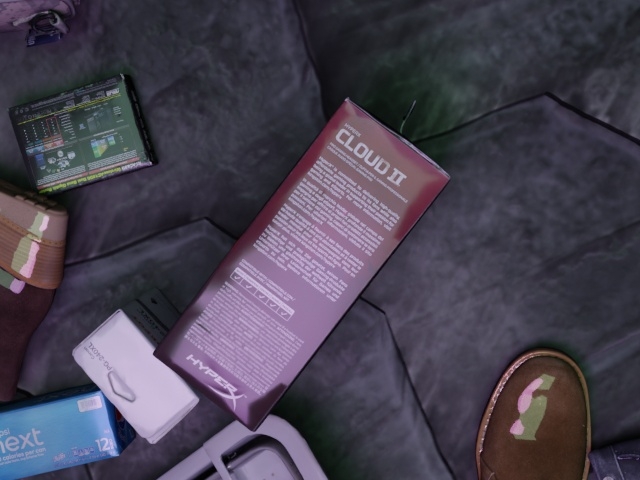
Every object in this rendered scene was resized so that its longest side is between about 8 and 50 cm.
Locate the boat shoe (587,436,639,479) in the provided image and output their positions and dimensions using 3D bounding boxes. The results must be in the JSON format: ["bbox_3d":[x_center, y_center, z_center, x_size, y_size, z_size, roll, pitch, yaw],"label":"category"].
[{"bbox_3d":[0.320,0.334,1.053,0.102,0.108,0.301,-14,91,5],"label":"boat shoe"}]

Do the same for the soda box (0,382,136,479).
[{"bbox_3d":[-0.295,0.193,1.097,0.210,0.071,0.067,-13,93,5],"label":"soda box"}]

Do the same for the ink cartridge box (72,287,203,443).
[{"bbox_3d":[-0.154,0.111,1.041,0.063,0.150,0.109,-41,91,6],"label":"ink cartridge box"}]

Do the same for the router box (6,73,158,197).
[{"bbox_3d":[-0.228,-0.100,1.084,0.122,0.038,0.092,-16,93,5],"label":"router box"}]

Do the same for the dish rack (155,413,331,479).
[{"bbox_3d":[-0.079,0.347,1.044,0.333,0.072,0.285,-37,74,18],"label":"dish rack"}]

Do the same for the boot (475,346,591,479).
[{"bbox_3d":[0.192,0.254,1.051,0.112,0.115,0.305,13,95,4],"label":"boot"}]

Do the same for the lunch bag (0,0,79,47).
[{"bbox_3d":[-0.359,-0.316,0.986,0.256,0.212,0.305,-9,95,5],"label":"lunch bag"}]

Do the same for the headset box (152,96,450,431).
[{"bbox_3d":[0.000,0.000,0.988,0.110,0.218,0.293,38,97,0],"label":"headset box"}]

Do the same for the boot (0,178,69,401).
[{"bbox_3d":[-0.369,0.020,1.080,0.248,0.090,0.207,26,106,12],"label":"boot"}]
